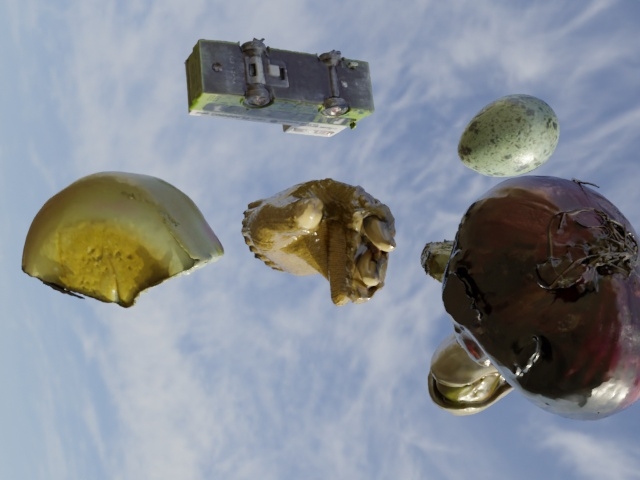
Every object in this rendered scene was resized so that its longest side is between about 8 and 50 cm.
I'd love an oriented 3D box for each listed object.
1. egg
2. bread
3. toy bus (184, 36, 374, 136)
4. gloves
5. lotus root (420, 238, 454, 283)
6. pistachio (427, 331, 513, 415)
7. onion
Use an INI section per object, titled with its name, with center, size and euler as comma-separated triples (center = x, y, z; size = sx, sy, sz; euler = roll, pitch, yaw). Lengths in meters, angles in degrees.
[egg]
center = 0.310, -0.170, 1.576
size = 0.172, 0.132, 0.132
euler = -20, -109, 18
[bread]
center = -0.234, -0.012, 1.175
size = 0.261, 0.158, 0.156
euler = 16, -73, 14
[toy bus]
center = -0.071, -0.243, 1.524
size = 0.139, 0.302, 0.113
euler = -29, -118, 56
[gloves]
center = 0.005, -0.012, 1.461
size = 0.203, 0.155, 0.356
euler = 47, -15, -27
[lotus root]
center = 0.228, 0.036, 1.458
size = 0.143, 0.144, 0.070
euler = -70, -179, -77
[pistachio]
center = 0.325, 0.236, 1.949
size = 0.197, 0.288, 0.166
euler = 19, -58, 38
[onion]
center = 0.254, 0.067, 1.014
size = 0.281, 0.221, 0.280
euler = 3, -86, 60
